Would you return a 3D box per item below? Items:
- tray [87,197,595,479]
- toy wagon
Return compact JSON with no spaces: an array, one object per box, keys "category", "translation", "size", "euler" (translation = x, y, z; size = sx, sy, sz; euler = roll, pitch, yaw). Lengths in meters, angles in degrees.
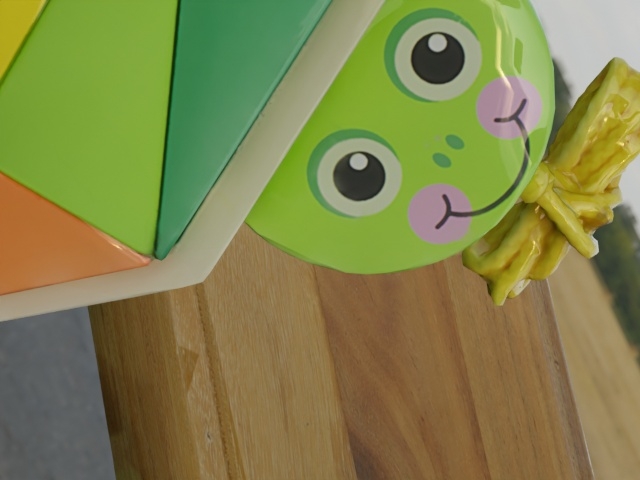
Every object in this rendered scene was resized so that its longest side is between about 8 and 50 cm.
[{"category":"tray","translation":[0.000,0.000,0.733],"size":[0.203,0.076,0.410],"euler":[-2,75,-35]},{"category":"toy wagon","translation":[-0.074,-0.090,0.360],"size":[0.344,0.267,0.068],"euler":[32,19,-7]}]
